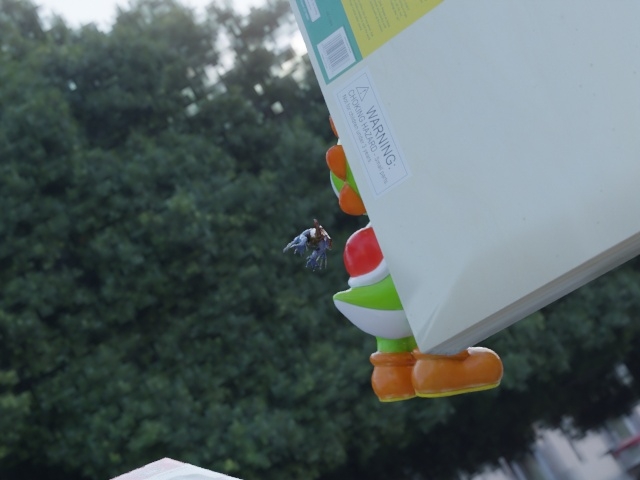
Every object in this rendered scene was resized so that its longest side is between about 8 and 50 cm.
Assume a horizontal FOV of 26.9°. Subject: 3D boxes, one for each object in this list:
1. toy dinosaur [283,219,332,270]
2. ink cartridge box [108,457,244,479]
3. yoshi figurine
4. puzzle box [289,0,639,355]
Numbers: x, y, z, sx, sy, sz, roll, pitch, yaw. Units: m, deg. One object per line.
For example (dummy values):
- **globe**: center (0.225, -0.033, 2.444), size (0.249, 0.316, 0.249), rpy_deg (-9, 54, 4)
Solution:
- **toy dinosaur**: center (0.000, 0.000, 1.446), size (0.090, 0.047, 0.082), rpy_deg (-49, 5, 36)
- **ink cartridge box**: center (-0.201, 0.381, 1.673), size (0.226, 0.131, 0.306), rpy_deg (-17, 7, -34)
- **yoshi figurine**: center (0.118, -0.013, 1.495), size (0.204, 0.362, 0.203), rpy_deg (-12, -1, 11)
- **puzzle box**: center (0.124, -0.151, 1.035), size (0.272, 0.408, 0.052), rpy_deg (-33, -25, 31)
